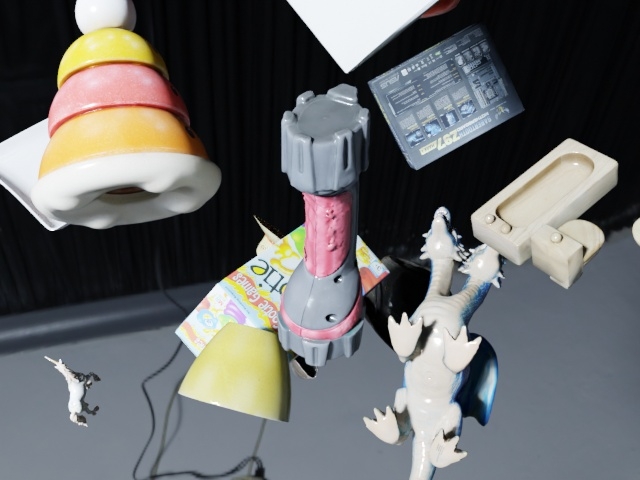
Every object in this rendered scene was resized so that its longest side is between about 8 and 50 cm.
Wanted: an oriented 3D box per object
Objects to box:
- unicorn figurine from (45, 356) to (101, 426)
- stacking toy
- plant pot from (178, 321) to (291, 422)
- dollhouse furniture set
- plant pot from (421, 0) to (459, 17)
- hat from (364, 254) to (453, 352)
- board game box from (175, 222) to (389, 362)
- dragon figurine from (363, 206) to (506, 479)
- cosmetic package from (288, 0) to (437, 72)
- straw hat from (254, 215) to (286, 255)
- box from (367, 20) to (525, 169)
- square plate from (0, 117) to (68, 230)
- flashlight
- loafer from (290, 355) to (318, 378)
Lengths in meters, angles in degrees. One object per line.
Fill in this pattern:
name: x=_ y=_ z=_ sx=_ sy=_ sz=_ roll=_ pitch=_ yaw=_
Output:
unicorn figurine: x=-0.547 y=0.333 z=1.774 sx=0.060 sy=0.111 sz=0.162 roll=-24 pitch=69 yaw=15
stacking toy: x=-0.394 y=-0.286 z=1.514 sx=0.350 sy=0.350 sz=0.480 roll=-7 pitch=79 yaw=-16
plant pot: x=-0.089 y=0.151 z=0.929 sx=0.134 sy=0.134 sz=0.095 roll=14 pitch=80 yaw=8
dollhouse furniture set: x=0.207 y=-0.048 z=0.561 sx=0.144 sy=0.123 sz=0.151 roll=-37 pitch=48 yaw=-16
plant pot: x=0.111 y=-0.541 z=1.312 sx=0.272 sy=0.265 sz=0.272 roll=7 pitch=-1 yaw=0
hat: x=0.187 y=0.121 z=1.610 sx=0.331 sy=0.134 sz=0.331 roll=38 pitch=13 yaw=-10
board game box: x=-0.048 y=0.088 z=1.149 sx=0.144 sy=0.142 sz=0.275 roll=48 pitch=43 yaw=4
dragon figurine: x=0.102 y=0.120 z=0.670 sx=0.085 sy=0.289 sz=0.144 roll=9 pitch=9 yaw=22
cosmetic package: x=-0.010 y=-0.379 z=0.836 sx=0.365 sy=0.155 sz=0.197 roll=48 pitch=29 yaw=-9
straw hat: x=-0.085 y=0.020 z=1.485 sx=0.144 sy=0.144 sz=0.061 roll=40 pitch=94 yaw=32
box: x=0.230 y=-0.264 z=1.443 sx=0.232 sy=0.183 sz=0.059 roll=-29 pitch=13 yaw=1
square plate: x=-0.538 y=-0.180 z=1.769 sx=0.347 sy=0.049 sz=0.344 roll=-37 pitch=54 yaw=-27
flashlight: x=0.000 y=0.000 z=0.803 sx=0.103 sy=0.304 sz=0.103 roll=-14 pitch=47 yaw=-12
loafer: x=-0.052 y=0.245 z=1.918 sx=0.080 sy=0.220 sz=0.078 roll=-32 pitch=21 yaw=-21
